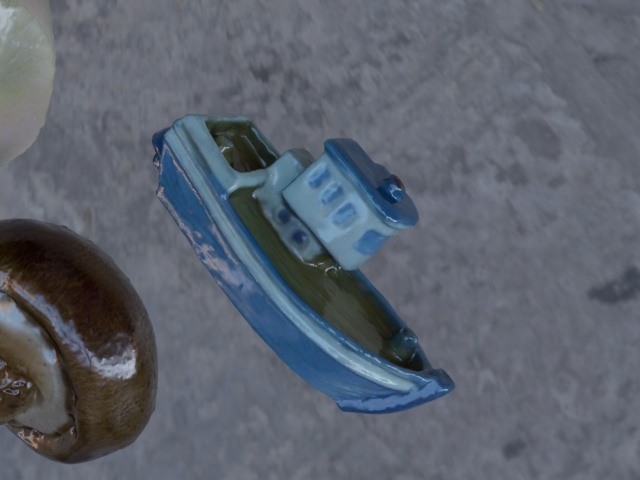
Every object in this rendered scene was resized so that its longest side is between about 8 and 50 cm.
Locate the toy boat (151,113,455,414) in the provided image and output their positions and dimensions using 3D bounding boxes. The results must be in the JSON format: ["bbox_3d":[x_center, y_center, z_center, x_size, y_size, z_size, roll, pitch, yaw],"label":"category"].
[{"bbox_3d":[0.000,0.000,0.883,0.102,0.088,0.215,-41,77,23],"label":"toy boat"}]

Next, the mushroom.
[{"bbox_3d":[-0.260,0.092,1.527,0.253,0.153,0.253,18,128,24],"label":"mushroom"}]

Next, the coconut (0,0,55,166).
[{"bbox_3d":[-0.343,-0.159,1.353,0.259,0.259,0.259,-3,113,-6],"label":"coconut"}]
